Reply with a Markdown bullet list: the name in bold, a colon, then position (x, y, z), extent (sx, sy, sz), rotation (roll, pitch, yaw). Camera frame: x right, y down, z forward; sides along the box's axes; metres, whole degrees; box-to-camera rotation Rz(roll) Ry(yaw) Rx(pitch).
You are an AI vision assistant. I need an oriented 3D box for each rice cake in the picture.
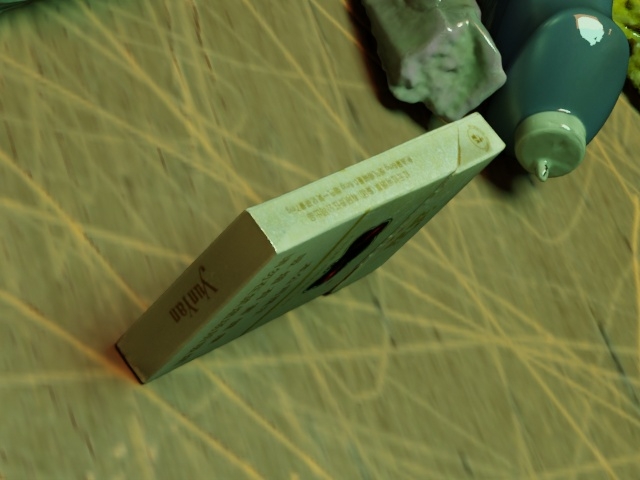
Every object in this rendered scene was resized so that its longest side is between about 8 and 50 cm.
- **rice cake**: position (0.037, -0.173, 0.989), extent (0.049, 0.055, 0.270), rotation (19, 42, -39)

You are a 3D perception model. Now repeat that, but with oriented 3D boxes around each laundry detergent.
- **laundry detergent**: position (0.114, -0.112, 0.979), extent (0.061, 0.096, 0.206), rotation (23, 46, -20)

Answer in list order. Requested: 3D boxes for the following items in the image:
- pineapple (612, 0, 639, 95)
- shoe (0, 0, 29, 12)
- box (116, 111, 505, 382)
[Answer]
- **pineapple**: position (0.199, -0.206, 1.116), extent (0.164, 0.140, 0.250), rotation (-5, 56, -49)
- **shoe**: position (-0.093, -0.161, 0.792), extent (0.251, 0.100, 0.103), rotation (-32, 106, -58)
- **box**: position (0.000, 0.000, 0.757), extent (0.024, 0.090, 0.167), rotation (53, 37, 10)
